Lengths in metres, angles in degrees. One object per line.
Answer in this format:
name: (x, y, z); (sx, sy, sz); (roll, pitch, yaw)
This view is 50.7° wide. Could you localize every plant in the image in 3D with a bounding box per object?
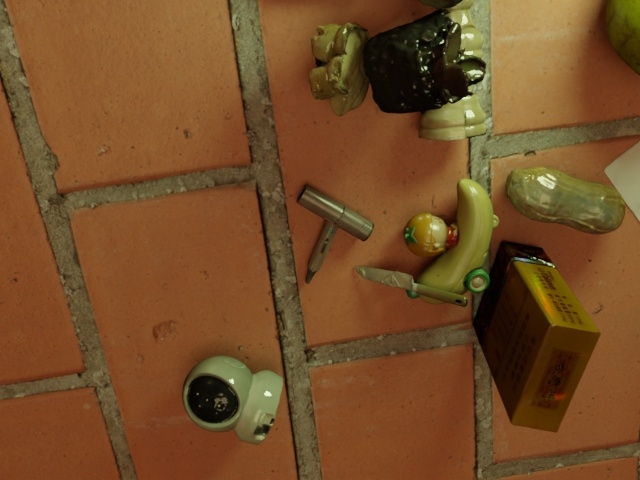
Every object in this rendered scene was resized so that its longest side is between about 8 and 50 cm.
plant: (0.210, -0.352, 1.347); (0.233, 0.204, 0.178); (-6, 113, 34)

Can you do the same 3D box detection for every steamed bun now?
steamed bun: (0.038, -0.362, 1.418); (0.106, 0.177, 0.192); (23, 107, 25)

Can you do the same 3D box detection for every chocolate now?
chocolate: (0.580, -0.091, 1.597); (0.309, 0.134, 0.134); (16, 110, -12)

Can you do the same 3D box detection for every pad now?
pad: (0.818, -0.143, 1.665); (0.156, 0.004, 0.232); (-40, 111, 11)

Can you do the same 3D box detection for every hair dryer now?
hair dryer: (-0.012, -0.004, 1.630); (0.195, 0.054, 0.220); (31, 113, -16)

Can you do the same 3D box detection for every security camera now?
security camera: (-0.230, 0.390, 1.699); (0.236, 0.194, 0.195); (24, 109, -9)

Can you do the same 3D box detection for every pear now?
pear: (0.731, -0.471, 1.393); (0.268, 0.269, 0.322); (-10, 100, -1)

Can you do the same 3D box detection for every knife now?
knife: (0.213, 0.103, 1.623); (0.297, 0.017, 0.047); (14, 122, 29)

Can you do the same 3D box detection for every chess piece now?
chess piece: (0.285, -0.379, 1.466); (0.124, 0.138, 0.308); (-24, 117, -44)

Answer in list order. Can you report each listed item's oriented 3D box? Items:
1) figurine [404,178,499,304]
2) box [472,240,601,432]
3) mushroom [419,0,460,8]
figurine: (0.303, 0.004, 1.620); (0.222, 0.124, 0.325); (9, 113, -3)
box: (0.477, 0.200, 1.558); (0.115, 0.415, 0.265); (10, 113, -4)
mushroom: (0.306, -0.564, 1.310); (0.344, 0.247, 0.130); (-45, 120, -13)
